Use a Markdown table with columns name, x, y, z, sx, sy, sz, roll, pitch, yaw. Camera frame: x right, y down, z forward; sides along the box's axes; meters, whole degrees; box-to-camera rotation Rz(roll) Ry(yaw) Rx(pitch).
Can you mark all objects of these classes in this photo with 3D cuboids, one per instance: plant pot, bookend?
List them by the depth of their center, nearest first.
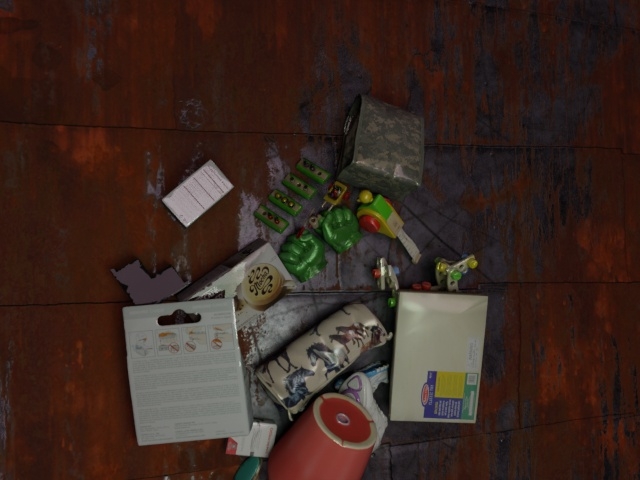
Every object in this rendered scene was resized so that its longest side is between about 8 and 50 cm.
| name | x | y | z | sx | sy | sz | roll | pitch | yaw |
| --- | --- | --- | --- | --- | --- | --- | --- | --- | --- |
| plant pot | 0.018 | 0.578 | 1.436 | 0.275 | 0.275 | 0.243 | 20 | 113 | -15 |
| bookend | -0.477 | 0.103 | 1.457 | 0.156 | 0.072 | 0.157 | -36 | 97 | -16 |

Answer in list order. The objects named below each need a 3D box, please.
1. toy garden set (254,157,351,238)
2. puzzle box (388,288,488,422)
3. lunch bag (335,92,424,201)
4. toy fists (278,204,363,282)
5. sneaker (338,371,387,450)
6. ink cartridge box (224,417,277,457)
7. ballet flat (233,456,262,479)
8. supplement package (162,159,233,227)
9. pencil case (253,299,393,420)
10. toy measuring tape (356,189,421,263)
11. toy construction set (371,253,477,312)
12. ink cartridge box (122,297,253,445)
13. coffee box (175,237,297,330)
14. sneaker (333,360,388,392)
| name | x | y | z | sx | sy | sz | roll | pitch | yaw |
| --- | --- | --- | --- | --- | --- | --- | --- | --- | --- |
| toy garden set | -0.051 | -0.122 | 1.553 | 0.204 | 0.049 | 0.244 | 34 | 76 | 21 |
| puzzle box | 0.355 | 0.356 | 1.586 | 0.272 | 0.052 | 0.408 | 3 | 97 | -3 |
| lunch bag | 0.193 | -0.302 | 1.620 | 0.235 | 0.169 | 0.286 | 16 | 69 | -14 |
| toy fists | 0.000 | 0.000 | 1.592 | 0.279 | 0.096 | 0.142 | -38 | 96 | -13 |
| sneaker | 0.134 | 0.528 | 1.586 | 0.152 | 0.114 | 0.304 | -15 | 114 | -36 |
| ink cartridge box | -0.206 | 0.577 | 1.524 | 0.135 | 0.056 | 0.099 | 13 | 84 | -15 |
| ballet flat | -0.229 | 0.726 | 1.515 | 0.206 | 0.073 | 0.067 | -51 | 128 | -10 |
| supplement package | -0.353 | -0.131 | 1.487 | 0.179 | 0.105 | 0.105 | -43 | 99 | -14 |
| pencil case | 0.016 | 0.343 | 1.544 | 0.410 | 0.160 | 0.183 | -34 | 78 | -15 |
| toy measuring tape | 0.208 | -0.043 | 1.668 | 0.121 | 0.121 | 0.330 | -49 | 123 | -13 |
| toy construction set | 0.326 | 0.142 | 1.650 | 0.328 | 0.151 | 0.214 | 0 | 116 | -6 |
| ink cartridge box | -0.360 | 0.351 | 1.417 | 0.308 | 0.091 | 0.384 | -5 | 93 | 1 |
| coffee box | -0.242 | 0.146 | 1.489 | 0.297 | 0.119 | 0.168 | -35 | 108 | -15 |
| sneaker | 0.135 | 0.448 | 1.627 | 0.191 | 0.071 | 0.082 | -13 | 97 | -16 |
